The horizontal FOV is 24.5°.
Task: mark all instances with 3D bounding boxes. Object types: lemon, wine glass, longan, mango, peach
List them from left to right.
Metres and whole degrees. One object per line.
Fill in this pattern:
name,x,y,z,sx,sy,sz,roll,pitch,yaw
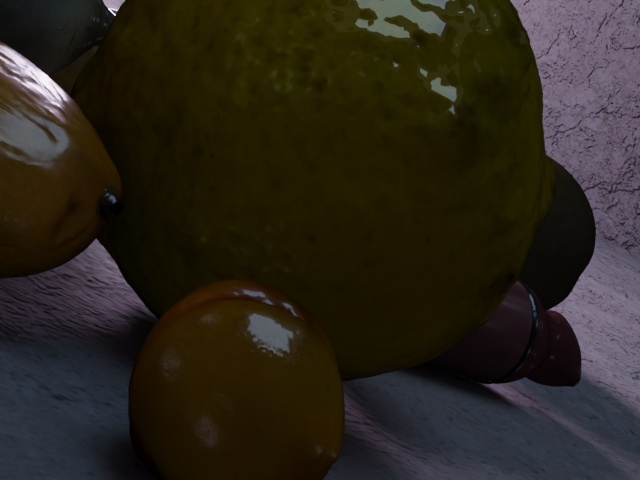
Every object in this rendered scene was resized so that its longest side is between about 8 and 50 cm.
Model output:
mango,-0.285,-0.080,1.004,0.359,0.144,0.187,27,30,28
wine glass,-0.215,-0.181,1.177,0.241,0.126,0.126,6,23,-49
peach,-0.048,0.090,0.846,0.138,0.138,0.138,26,10,-5
lemon,-0.011,-0.070,1.103,0.387,0.349,0.350,7,12,-2
longan,0.203,-0.020,1.761,0.248,0.248,0.248,26,10,-5

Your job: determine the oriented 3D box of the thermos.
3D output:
thermos,0.113,0.068,1.422,0.330,0.109,0.136,20,-8,-34

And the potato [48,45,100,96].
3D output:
potato,-0.287,-0.163,1.340,0.266,0.229,0.229,39,2,-38
